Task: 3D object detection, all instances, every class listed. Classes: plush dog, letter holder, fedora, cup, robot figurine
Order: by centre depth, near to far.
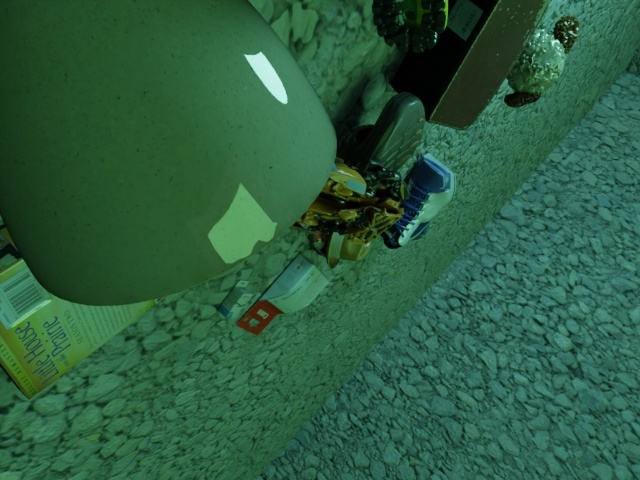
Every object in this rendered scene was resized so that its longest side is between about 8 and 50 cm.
[{"bbox_3d":[-0.177,-0.141,0.583,0.331,0.331,0.236,-41,132,-22],"label":"cup"},{"bbox_3d":[0.029,-0.070,1.190,0.291,0.085,0.211,17,139,-35],"label":"robot figurine"},{"bbox_3d":[0.319,-0.377,1.258,0.215,0.152,0.301,7,126,-35],"label":"letter holder"},{"bbox_3d":[0.436,-0.424,1.421,0.211,0.225,0.262,-20,145,-54],"label":"plush dog"},{"bbox_3d":[0.081,-0.011,1.563,0.194,0.079,0.194,-57,159,-37],"label":"fedora"}]

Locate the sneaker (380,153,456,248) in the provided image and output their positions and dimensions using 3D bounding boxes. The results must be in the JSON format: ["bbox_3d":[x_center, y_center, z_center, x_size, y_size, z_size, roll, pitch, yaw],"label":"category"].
[{"bbox_3d":[0.254,-0.075,1.811,0.182,0.127,0.315,-36,158,-38],"label":"sneaker"}]

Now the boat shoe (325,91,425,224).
[{"bbox_3d":[0.086,-0.164,1.296,0.132,0.130,0.355,-28,157,-39],"label":"boat shoe"}]

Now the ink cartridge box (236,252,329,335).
[{"bbox_3d":[-0.087,0.153,1.606,0.232,0.066,0.189,-52,161,-6],"label":"ink cartridge box"}]

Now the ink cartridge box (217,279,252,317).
[{"bbox_3d":[-0.180,0.128,1.396,0.083,0.028,0.048,-53,160,7],"label":"ink cartridge box"}]

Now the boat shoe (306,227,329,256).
[{"bbox_3d":[0.000,0.000,1.530,0.049,0.043,0.137,-43,158,-13],"label":"boat shoe"}]

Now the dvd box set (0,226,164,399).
[{"bbox_3d":[-0.290,0.020,0.925,0.420,0.062,0.307,-40,158,-27],"label":"dvd box set"}]

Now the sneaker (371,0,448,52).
[{"bbox_3d":[0.117,-0.441,0.873,0.343,0.134,0.146,82,19,-48],"label":"sneaker"}]
